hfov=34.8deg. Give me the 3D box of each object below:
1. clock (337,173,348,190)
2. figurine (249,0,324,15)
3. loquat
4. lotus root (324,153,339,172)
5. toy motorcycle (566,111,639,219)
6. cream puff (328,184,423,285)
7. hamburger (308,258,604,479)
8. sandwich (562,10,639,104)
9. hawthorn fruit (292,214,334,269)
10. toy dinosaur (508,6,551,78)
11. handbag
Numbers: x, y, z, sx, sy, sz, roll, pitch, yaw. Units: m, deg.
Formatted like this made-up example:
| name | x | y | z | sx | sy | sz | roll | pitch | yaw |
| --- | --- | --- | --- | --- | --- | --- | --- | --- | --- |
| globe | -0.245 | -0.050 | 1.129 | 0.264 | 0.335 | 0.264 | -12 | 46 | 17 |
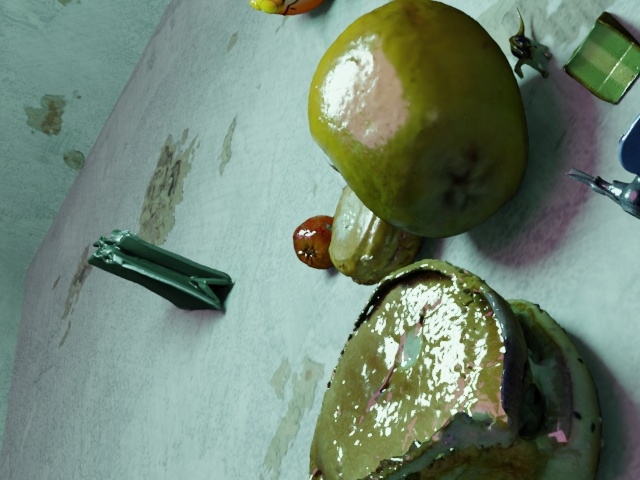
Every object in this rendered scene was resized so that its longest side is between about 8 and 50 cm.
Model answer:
| name | x | y | z | sx | sy | sz | roll | pitch | yaw |
| --- | --- | --- | --- | --- | --- | --- | --- | --- | --- |
| clock | 0.080 | -0.092 | 1.502 | 0.087 | 0.129 | 0.041 | -30 | 70 | 29 |
| figurine | -0.035 | -0.568 | 2.050 | 0.323 | 0.196 | 0.320 | -3 | 57 | 58 |
| loquat | 0.128 | -0.152 | 1.260 | 0.276 | 0.276 | 0.284 | -55 | 40 | 26 |
| lotus root | 0.069 | -0.157 | 1.640 | 0.122 | 0.081 | 0.112 | -63 | 32 | 11 |
| toy motorcycle | 0.354 | -0.055 | 0.894 | 0.213 | 0.125 | 0.359 | -57 | 26 | 27 |
| cream puff | 0.084 | -0.013 | 1.428 | 0.165 | 0.115 | 0.150 | -66 | 24 | 7 |
| hamburger | 0.133 | 0.174 | 1.079 | 0.318 | 0.195 | 0.277 | -41 | 32 | 41 |
| sandwich | 0.339 | -0.217 | 1.200 | 0.074 | 0.074 | 0.116 | -56 | -6 | 26 |
| hawthorn fruit | 0.000 | 0.000 | 1.642 | 0.093 | 0.093 | 0.093 | -46 | 32 | 41 |
| toy dinosaur | 0.271 | -0.247 | 1.327 | 0.037 | 0.058 | 0.180 | -47 | 18 | 25 |
| handbag | -0.330 | 0.062 | 2.056 | 0.247 | 0.260 | 0.079 | -6 | 60 | 64 |
